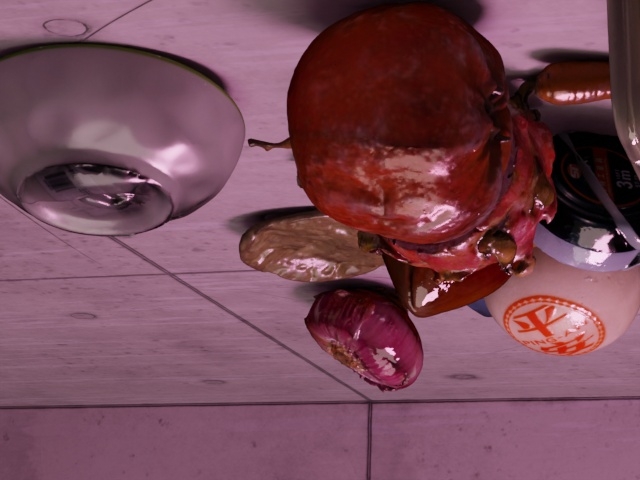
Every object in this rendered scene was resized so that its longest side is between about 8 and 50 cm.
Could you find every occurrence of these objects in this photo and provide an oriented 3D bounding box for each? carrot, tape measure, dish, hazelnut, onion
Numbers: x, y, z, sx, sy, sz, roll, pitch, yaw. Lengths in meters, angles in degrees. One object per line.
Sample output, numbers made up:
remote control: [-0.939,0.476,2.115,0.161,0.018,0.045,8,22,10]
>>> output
carrot: [0.332,-0.169,1.690,0.216,0.048,0.048,-2,166,-8]
tape measure: [0.322,-0.046,1.884,0.181,0.182,0.107,9,133,-4]
dish: [-0.249,-0.083,1.799,0.324,0.124,0.324,2,153,1]
hazelnut: [0.158,0.005,2.032,0.208,0.208,0.208,2,165,0]
onion: [0.092,0.150,2.735,0.230,0.163,0.230,41,166,12]

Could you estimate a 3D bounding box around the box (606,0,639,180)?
box: [0.476,-0.124,1.517,0.344,0.177,0.352,-5,155,20]

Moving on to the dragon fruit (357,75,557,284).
dragon fruit: [0.175,-0.061,1.794,0.282,0.211,0.147,-41,145,11]

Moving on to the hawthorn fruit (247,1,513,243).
hawthorn fruit: [0.051,-0.111,1.567,0.272,0.241,0.242,-3,164,17]

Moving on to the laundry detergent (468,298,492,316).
laundry detergent: [0.224,0.054,2.431,0.061,0.096,0.206,-9,162,27]

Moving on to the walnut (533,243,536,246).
walnut: [0.295,-0.028,2.141,0.170,0.069,0.143,-11,-178,45]

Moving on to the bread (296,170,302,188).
bread: [0.007,-0.091,2.012,0.109,0.043,0.062,-4,166,26]

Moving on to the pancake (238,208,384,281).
pancake: [0.000,0.000,2.360,0.242,0.050,0.242,-4,158,-1]

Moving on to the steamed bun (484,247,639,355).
steamed bun: [0.343,0.081,2.282,0.232,0.145,0.232,7,138,7]
